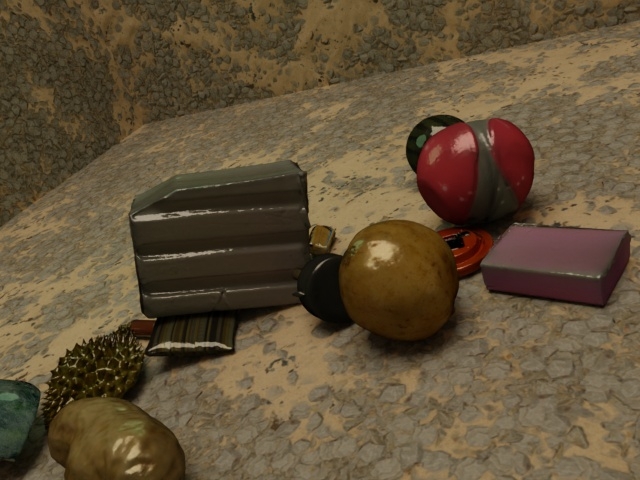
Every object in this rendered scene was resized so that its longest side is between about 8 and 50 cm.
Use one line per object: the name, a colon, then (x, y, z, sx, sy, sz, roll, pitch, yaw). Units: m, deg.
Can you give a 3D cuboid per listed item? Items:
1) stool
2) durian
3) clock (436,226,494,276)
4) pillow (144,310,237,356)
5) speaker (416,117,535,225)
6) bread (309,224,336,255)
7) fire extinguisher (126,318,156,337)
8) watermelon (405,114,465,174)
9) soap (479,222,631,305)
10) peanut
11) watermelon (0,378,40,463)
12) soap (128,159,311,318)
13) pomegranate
stool: (0.041, 0.113, 1.524, 0.139, 0.228, 0.153, 14, 85, 67)
durian: (-0.512, 0.313, 1.525, 0.172, 0.166, 0.306, 24, 52, 3)
clock: (0.314, 0.024, 1.580, 0.205, 0.051, 0.205, -17, 26, 9)
pillow: (-0.309, 0.214, 1.617, 0.212, 0.052, 0.208, -3, 27, 0)
speaker: (0.397, -0.175, 1.648, 0.294, 0.294, 0.294, -16, 27, 8)
bread: (0.000, 0.000, 1.844, 0.072, 0.053, 0.106, 12, 37, 9)
fire extinguisher: (-0.458, 0.233, 1.718, 0.177, 0.050, 0.062, -4, 37, 31)
watermelon: (0.357, -0.269, 1.938, 0.212, 0.212, 0.212, -16, 27, 8)
soap: (0.497, 0.043, 1.385, 0.260, 0.081, 0.181, 6, 37, 40)
peanut: (-0.392, 0.401, 1.229, 0.387, 0.169, 0.192, 8, 42, 49)
watermelon: (-0.767, 0.378, 1.454, 0.322, 0.175, 0.188, -5, 60, 28)
soap: (-0.244, -0.010, 1.631, 0.436, 0.350, 0.213, -8, 25, -6)
pomegranate: (0.162, 0.079, 1.366, 0.261, 0.260, 0.260, -16, 27, 8)
